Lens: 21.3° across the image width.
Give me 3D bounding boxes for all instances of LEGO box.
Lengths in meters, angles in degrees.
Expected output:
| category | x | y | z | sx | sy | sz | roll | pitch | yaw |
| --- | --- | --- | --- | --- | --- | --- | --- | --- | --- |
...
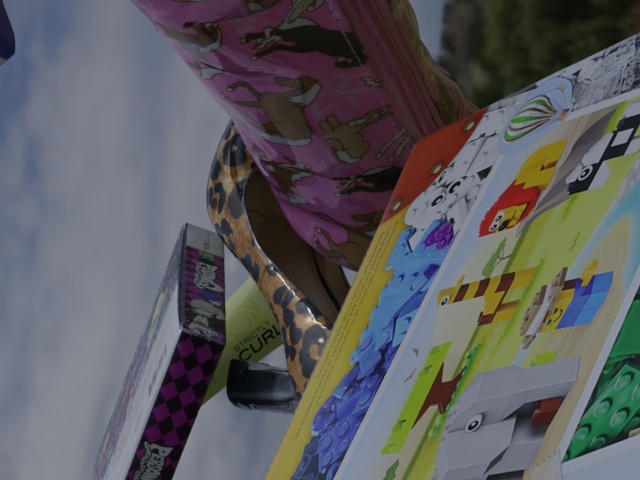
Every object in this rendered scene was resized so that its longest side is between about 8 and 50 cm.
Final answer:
| category | x | y | z | sx | sy | sz | roll | pitch | yaw |
| --- | --- | --- | --- | --- | --- | --- | --- | --- | --- |
| LEGO box | 0.128 | 0.148 | 0.571 | 0.372 | 0.193 | 0.500 | -24 | 33 | 50 |

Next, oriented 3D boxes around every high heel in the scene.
| category | x | y | z | sx | sy | sz | roll | pitch | yaw |
| --- | --- | --- | --- | --- | --- | --- | --- | --- | --- |
| high heel | 0.000 | 0.000 | 1.212 | 0.186 | 0.093 | 0.261 | -3 | 87 | 56 |

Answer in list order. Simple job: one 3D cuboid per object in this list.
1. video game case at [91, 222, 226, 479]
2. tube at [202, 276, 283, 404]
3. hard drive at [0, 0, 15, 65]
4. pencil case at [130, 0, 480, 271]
| category | x | y | z | sx | sy | sz | roll | pitch | yaw |
| --- | --- | --- | --- | --- | --- | --- | --- | --- | --- |
| video game case | -0.129 | 0.128 | 1.328 | 0.210 | 0.041 | 0.232 | -101 | 31 | -68 |
| tube | -0.090 | 0.100 | 1.755 | 0.240 | 0.062 | 0.070 | -39 | -53 | -27 |
| hard drive | -0.335 | -0.242 | 1.087 | 0.318 | 0.040 | 0.210 | 23 | -140 | -59 |
| pencil case | -0.007 | -0.124 | 1.031 | 0.386 | 0.160 | 0.167 | 56 | -161 | -59 |
